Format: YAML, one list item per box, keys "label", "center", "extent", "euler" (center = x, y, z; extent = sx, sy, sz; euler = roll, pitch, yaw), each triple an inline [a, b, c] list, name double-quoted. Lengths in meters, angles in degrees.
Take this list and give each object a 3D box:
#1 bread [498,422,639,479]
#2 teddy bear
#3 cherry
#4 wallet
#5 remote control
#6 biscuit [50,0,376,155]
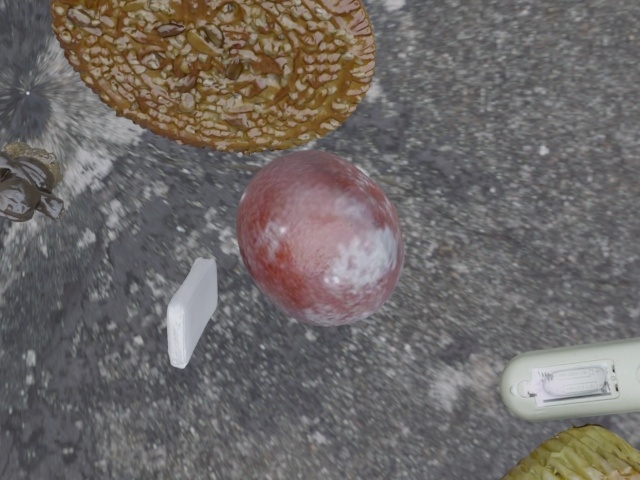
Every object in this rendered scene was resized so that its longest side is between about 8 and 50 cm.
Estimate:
- label: "bread"
  center: [0.267, 0.325, 1.157]
  extent: [0.253, 0.142, 0.227]
  euler: [-47, 118, -3]
- label: "teddy bear"
  center: [-0.373, -0.083, 1.458]
  extent: [0.119, 0.160, 0.078]
  euler: [40, 112, -19]
- label: "cherry"
  center: [0.000, 0.000, 1.467]
  extent: [0.236, 0.285, 0.213]
  euler: [32, 91, -10]
- label: "wallet"
  center: [-0.173, 0.091, 1.534]
  extent: [0.033, 0.190, 0.095]
  euler: [6, 115, 7]
- label: "remote control"
  center: [0.299, 0.148, 1.206]
  extent: [0.221, 0.042, 0.078]
  euler: [-10, 85, 25]
- label: "biscuit"
  center: [-0.099, -0.176, 1.015]
  extent: [0.305, 0.305, 0.038]
  euler: [22, 54, -16]
